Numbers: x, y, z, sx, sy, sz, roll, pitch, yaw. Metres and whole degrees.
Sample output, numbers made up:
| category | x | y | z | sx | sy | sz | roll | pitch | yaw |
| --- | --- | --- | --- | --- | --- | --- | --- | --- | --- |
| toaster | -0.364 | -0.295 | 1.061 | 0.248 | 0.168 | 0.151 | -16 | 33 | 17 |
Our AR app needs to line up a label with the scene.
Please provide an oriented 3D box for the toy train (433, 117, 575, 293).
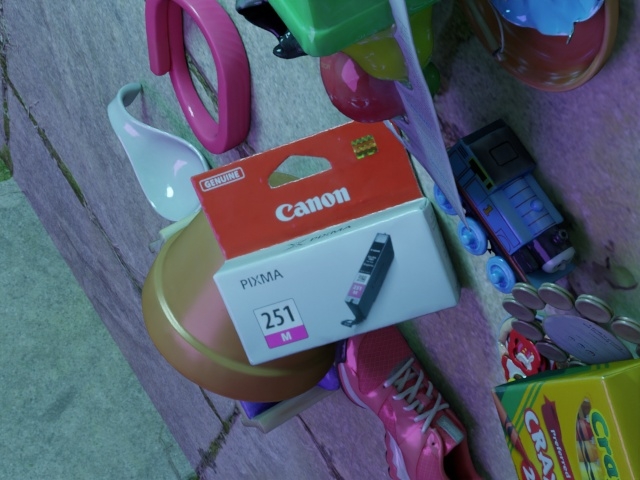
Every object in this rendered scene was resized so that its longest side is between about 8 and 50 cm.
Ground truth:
| category | x | y | z | sx | sy | sz | roll | pitch | yaw |
| --- | --- | --- | --- | --- | --- | --- | --- | --- | --- |
| toy train | 0.187 | -0.028 | 1.205 | 0.184 | 0.080 | 0.105 | 57 | 151 | 11 |

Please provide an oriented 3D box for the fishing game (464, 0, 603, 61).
| category | x | y | z | sx | sy | sz | roll | pitch | yaw |
| --- | --- | --- | --- | --- | --- | --- | --- | --- | --- |
| fishing game | 0.160 | -0.247 | 0.960 | 0.189 | 0.041 | 0.264 | 62 | 158 | 7 |

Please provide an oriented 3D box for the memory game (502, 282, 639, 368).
| category | x | y | z | sx | sy | sz | roll | pitch | yaw |
| --- | --- | --- | --- | --- | --- | --- | --- | --- | --- |
| memory game | 0.263 | 0.097 | 1.173 | 0.186 | 0.012 | 0.186 | 29 | 159 | 12 |

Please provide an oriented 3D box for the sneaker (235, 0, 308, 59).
| category | x | y | z | sx | sy | sz | roll | pitch | yaw |
| --- | --- | --- | --- | --- | --- | --- | --- | --- | --- |
| sneaker | -0.062 | -0.306 | 1.364 | 0.234 | 0.106 | 0.078 | 60 | 156 | 3 |

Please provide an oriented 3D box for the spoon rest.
| category | x | y | z | sx | sy | sz | roll | pitch | yaw |
| --- | --- | --- | --- | --- | --- | --- | --- | --- | --- |
| spoon rest | -0.276 | -0.151 | 1.998 | 0.137 | 0.084 | 0.276 | -49 | 64 | 27 |

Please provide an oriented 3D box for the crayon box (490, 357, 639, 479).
| category | x | y | z | sx | sy | sz | roll | pitch | yaw |
| --- | --- | --- | --- | --- | --- | --- | --- | --- | --- |
| crayon box | 0.276 | 0.215 | 1.115 | 0.318 | 0.081 | 0.202 | 142 | 112 | -73 |

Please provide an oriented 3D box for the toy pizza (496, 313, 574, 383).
| category | x | y | z | sx | sy | sz | roll | pitch | yaw |
| --- | --- | --- | --- | --- | --- | --- | --- | --- | --- |
| toy pizza | 0.259 | 0.172 | 1.338 | 0.201 | 0.032 | 0.201 | 46 | 153 | 32 |

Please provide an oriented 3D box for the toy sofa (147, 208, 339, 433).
| category | x | y | z | sx | sy | sz | roll | pitch | yaw |
| --- | --- | --- | --- | --- | --- | --- | --- | --- | --- |
| toy sofa | -0.119 | 0.116 | 1.917 | 0.362 | 0.150 | 0.177 | 63 | 158 | -4 |

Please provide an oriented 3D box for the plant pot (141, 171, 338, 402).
| category | x | y | z | sx | sy | sz | roll | pitch | yaw |
| --- | --- | --- | --- | --- | --- | --- | --- | --- | --- |
| plant pot | -0.080 | 0.044 | 1.623 | 0.291 | 0.291 | 0.203 | 51 | 139 | 24 |

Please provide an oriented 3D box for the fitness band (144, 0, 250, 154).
| category | x | y | z | sx | sy | sz | roll | pitch | yaw |
| --- | --- | --- | --- | --- | --- | --- | --- | --- | --- |
| fitness band | -0.176 | -0.254 | 1.745 | 0.209 | 0.054 | 0.291 | 46 | 154 | 26 |

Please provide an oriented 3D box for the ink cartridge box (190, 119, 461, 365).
| category | x | y | z | sx | sy | sz | roll | pitch | yaw |
| --- | --- | --- | --- | --- | --- | --- | --- | --- | --- |
| ink cartridge box | 0.000 | 0.000 | 1.421 | 0.060 | 0.275 | 0.239 | -61 | -50 | -67 |

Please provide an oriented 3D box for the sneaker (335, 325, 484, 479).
| category | x | y | z | sx | sy | sz | roll | pitch | yaw |
| --- | --- | --- | --- | --- | --- | --- | --- | --- | --- |
| sneaker | 0.134 | 0.225 | 1.600 | 0.136 | 0.116 | 0.314 | 3 | 127 | 52 |

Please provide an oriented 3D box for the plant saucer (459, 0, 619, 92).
| category | x | y | z | sx | sy | sz | roll | pitch | yaw |
| --- | --- | --- | --- | --- | --- | --- | --- | --- | --- |
| plant saucer | 0.186 | -0.225 | 1.028 | 0.200 | 0.037 | 0.200 | 47 | 153 | 33 |

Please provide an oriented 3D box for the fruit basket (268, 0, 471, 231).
| category | x | y | z | sx | sy | sz | roll | pitch | yaw |
| --- | --- | --- | --- | --- | --- | --- | --- | --- | --- |
| fruit basket | 0.046 | -0.221 | 1.139 | 0.327 | 0.165 | 0.353 | 58 | 180 | 44 |
